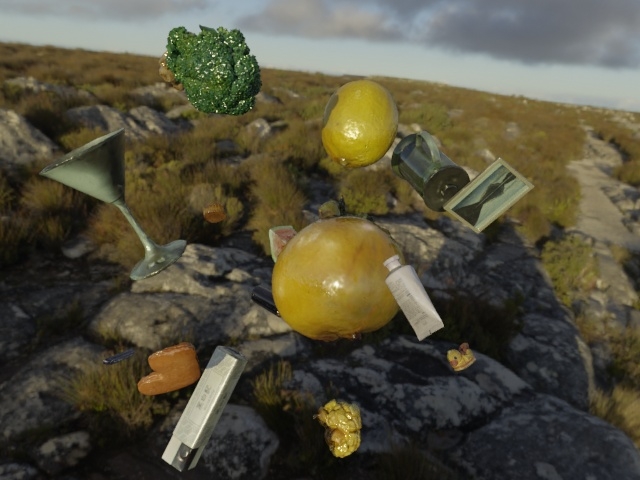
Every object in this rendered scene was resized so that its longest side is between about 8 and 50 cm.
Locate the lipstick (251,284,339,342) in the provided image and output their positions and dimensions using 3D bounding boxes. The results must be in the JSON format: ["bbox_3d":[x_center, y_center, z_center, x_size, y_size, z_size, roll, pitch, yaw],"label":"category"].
[{"bbox_3d":[-0.095,0.260,1.805,0.418,0.077,0.077,22,24,39],"label":"lipstick"}]

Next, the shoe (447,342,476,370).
[{"bbox_3d":[0.445,0.371,1.615,0.108,0.069,0.072,-14,-10,-24],"label":"shoe"}]

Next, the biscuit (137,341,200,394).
[{"bbox_3d":[-0.446,0.381,1.475,0.186,0.192,0.036,-12,44,-14],"label":"biscuit"}]

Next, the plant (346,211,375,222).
[{"bbox_3d":[0.157,-0.080,2.193,0.174,0.087,0.085,-17,-17,39],"label":"plant"}]

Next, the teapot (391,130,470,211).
[{"bbox_3d":[0.412,-0.275,1.898,0.200,0.271,0.337,-18,35,-5],"label":"teapot"}]

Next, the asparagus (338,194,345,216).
[{"bbox_3d":[0.075,-0.027,1.463,0.022,0.233,0.023,15,41,34],"label":"asparagus"}]

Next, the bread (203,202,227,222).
[{"bbox_3d":[-0.373,-0.104,1.792,0.084,0.085,0.053,0,63,-15],"label":"bread"}]

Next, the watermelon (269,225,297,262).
[{"bbox_3d":[-0.110,-0.002,1.756,0.097,0.121,0.158,-23,4,-31],"label":"watermelon"}]

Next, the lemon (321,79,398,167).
[{"bbox_3d":[0.116,-0.343,1.503,0.235,0.263,0.236,27,5,-3],"label":"lemon"}]

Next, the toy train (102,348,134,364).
[{"bbox_3d":[-0.495,0.288,1.243,0.017,0.017,0.083,39,23,18],"label":"toy train"}]

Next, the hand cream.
[{"bbox_3d":[0.150,0.091,0.840,0.053,0.084,0.142,-21,72,-26],"label":"hand cream"}]

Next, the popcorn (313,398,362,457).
[{"bbox_3d":[0.083,0.670,1.837,0.163,0.194,0.140,-28,-23,-1],"label":"popcorn"}]

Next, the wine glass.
[{"bbox_3d":[-0.583,-0.099,1.499,0.267,0.406,0.267,-23,26,12],"label":"wine glass"}]

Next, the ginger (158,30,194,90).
[{"bbox_3d":[-0.444,-0.553,1.585,0.137,0.074,0.213,-9,-21,-43],"label":"ginger"}]

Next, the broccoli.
[{"bbox_3d":[-0.199,-0.326,0.965,0.195,0.195,0.156,2,56,-10],"label":"broccoli"}]

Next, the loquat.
[{"bbox_3d":[0.047,0.070,1.221,0.328,0.360,0.328,-7,-23,-3],"label":"loquat"}]

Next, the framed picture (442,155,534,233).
[{"bbox_3d":[0.461,-0.120,1.394,0.150,0.203,0.015,32,31,-24],"label":"framed picture"}]

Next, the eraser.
[{"bbox_3d":[-0.384,0.559,1.701,0.096,0.404,0.098,24,-5,21],"label":"eraser"}]
